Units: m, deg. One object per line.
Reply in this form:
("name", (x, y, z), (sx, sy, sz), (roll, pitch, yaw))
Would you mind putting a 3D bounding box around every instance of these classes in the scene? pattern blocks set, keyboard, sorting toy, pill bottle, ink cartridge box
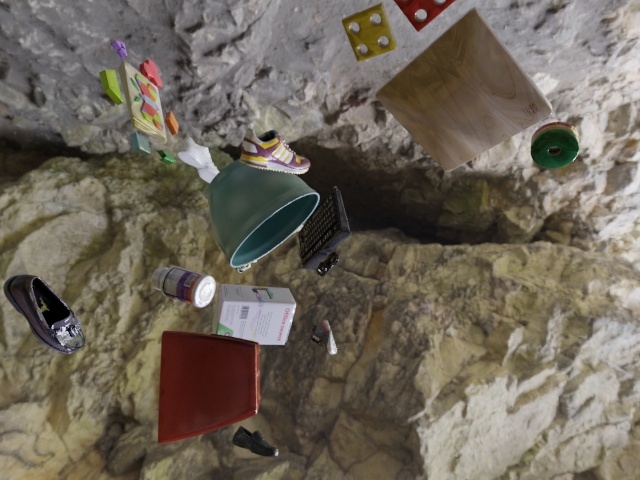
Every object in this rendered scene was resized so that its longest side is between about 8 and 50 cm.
("pattern blocks set", (-0.458, -0.359, 1.064), (0.026, 0.324, 0.285), (-19, 180, 11))
("keyboard", (0.000, 0.000, 0.652), (0.023, 0.108, 0.180), (-6, 162, -22))
("sorting toy", (0.149, -0.167, 0.448), (0.275, 0.046, 0.132), (41, 140, -17))
("pill bottle", (-0.455, 0.145, 1.345), (0.194, 0.108, 0.108), (13, 174, 21))
("ink cartridge box", (-0.257, 0.286, 1.565), (0.279, 0.201, 0.117), (6, -155, -22))

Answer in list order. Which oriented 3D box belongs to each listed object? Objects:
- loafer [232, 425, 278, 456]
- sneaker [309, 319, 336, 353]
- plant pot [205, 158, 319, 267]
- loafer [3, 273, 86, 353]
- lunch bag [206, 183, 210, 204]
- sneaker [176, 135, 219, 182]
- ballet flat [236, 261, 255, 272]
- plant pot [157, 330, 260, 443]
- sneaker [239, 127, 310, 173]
("loafer", (-0.254, 0.788, 1.601), (0.223, 0.078, 0.076), (1, 152, 35))
("sneaker", (0.005, 0.281, 1.153), (0.065, 0.061, 0.158), (-17, -169, -3))
("plant pot", (-0.177, -0.095, 1.082), (0.196, 0.293, 0.293), (49, 178, 10))
("loafer", (-0.799, 0.224, 1.214), (0.095, 0.109, 0.302), (-12, 122, 18))
("lunch bag", (-0.319, -0.220, 1.725), (0.243, 0.114, 0.304), (3, 166, -43))
("sneaker", (-0.415, -0.288, 1.468), (0.080, 0.094, 0.212), (-7, 148, 26))
("ballet flat", (-0.326, 0.087, 1.877), (0.070, 0.070, 0.188), (16, 134, -43))
("plant pot", (-0.289, 0.382, 1.133), (0.236, 0.266, 0.267), (-2, 167, -6))
("sneaker", (-0.089, -0.199, 0.906), (0.186, 0.083, 0.070), (-5, -154, -46))
